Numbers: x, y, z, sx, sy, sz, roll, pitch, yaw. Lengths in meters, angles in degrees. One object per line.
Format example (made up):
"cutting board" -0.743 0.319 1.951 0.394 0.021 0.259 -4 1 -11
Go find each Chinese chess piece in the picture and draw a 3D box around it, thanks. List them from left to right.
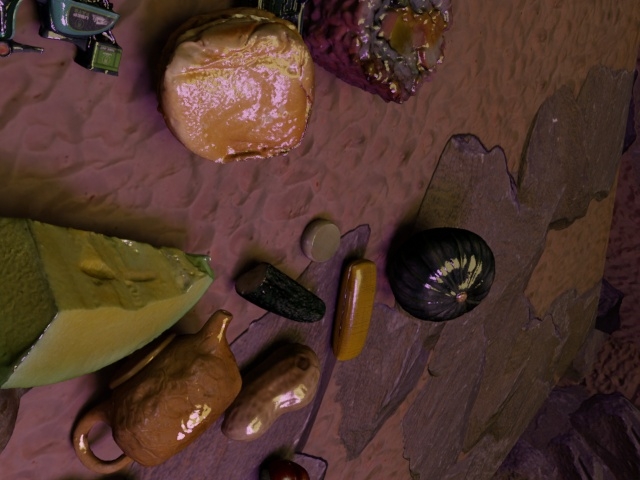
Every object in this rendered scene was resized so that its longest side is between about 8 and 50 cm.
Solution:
"Chinese chess piece" 0.000 0.000 1.106 0.084 0.034 0.084 -23 125 -38

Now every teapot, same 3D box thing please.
"teapot" -0.241 0.216 0.851 0.311 0.167 0.203 -39 -175 4

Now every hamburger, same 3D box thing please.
"hamburger" -0.110 -0.198 0.756 0.214 0.108 0.213 -9 130 -11

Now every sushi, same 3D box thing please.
"sushi" 0.089 -0.354 0.912 0.270 0.171 0.236 15 97 -54

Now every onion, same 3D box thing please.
"onion" -0.074 0.527 1.237 0.119 0.118 0.117 -28 151 -38

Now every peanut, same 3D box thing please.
"peanut" -0.088 0.285 1.085 0.236 0.120 0.110 -39 174 -38

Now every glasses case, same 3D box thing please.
"glasses case" 0.072 0.149 1.243 0.079 0.064 0.234 -11 118 -42

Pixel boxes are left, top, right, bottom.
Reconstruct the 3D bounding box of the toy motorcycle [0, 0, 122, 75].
"toy motorcycle" -0.293 -0.238 0.618 0.173 0.058 0.100 -3 117 -51

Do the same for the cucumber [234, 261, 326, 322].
"cucumber" -0.062 0.104 1.058 0.074 0.074 0.241 -60 143 -6

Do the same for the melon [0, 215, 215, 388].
"melon" -0.266 0.063 0.721 0.323 0.124 0.196 10 59 -64

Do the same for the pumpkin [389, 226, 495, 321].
"pumpkin" 0.271 0.066 1.327 0.250 0.216 0.250 -19 149 -12

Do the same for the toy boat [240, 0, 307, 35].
"toy boat" -0.065 -0.293 0.821 0.093 0.103 0.246 -25 131 -50

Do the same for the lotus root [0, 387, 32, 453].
"lotus root" -0.448 0.218 0.579 0.349 0.175 0.175 -35 133 -26
